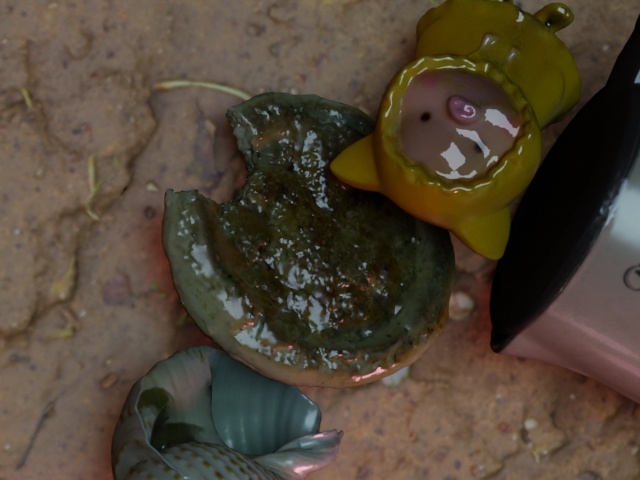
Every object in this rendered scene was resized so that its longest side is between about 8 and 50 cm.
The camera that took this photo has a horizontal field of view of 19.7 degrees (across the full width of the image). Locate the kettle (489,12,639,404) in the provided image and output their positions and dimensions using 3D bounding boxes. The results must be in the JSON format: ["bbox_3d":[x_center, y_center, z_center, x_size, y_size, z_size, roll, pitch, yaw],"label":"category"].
[{"bbox_3d":[0.367,0.000,1.436,0.376,0.250,0.361,26,98,-8],"label":"kettle"}]

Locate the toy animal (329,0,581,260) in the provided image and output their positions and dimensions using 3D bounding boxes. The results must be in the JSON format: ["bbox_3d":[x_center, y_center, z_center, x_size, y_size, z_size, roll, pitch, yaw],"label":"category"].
[{"bbox_3d":[0.120,-0.107,1.442,0.156,0.156,0.230,37,61,-9],"label":"toy animal"}]

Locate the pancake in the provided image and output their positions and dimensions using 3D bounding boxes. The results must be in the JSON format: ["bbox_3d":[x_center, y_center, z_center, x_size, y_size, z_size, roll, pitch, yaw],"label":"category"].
[{"bbox_3d":[0.000,0.000,1.427,0.253,0.037,0.254,10,67,-25],"label":"pancake"}]

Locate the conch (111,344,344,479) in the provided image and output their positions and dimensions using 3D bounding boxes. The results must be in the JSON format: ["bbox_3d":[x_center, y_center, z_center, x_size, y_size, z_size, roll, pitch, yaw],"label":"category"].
[{"bbox_3d":[-0.082,0.182,1.364,0.172,0.131,0.200,49,31,21],"label":"conch"}]
